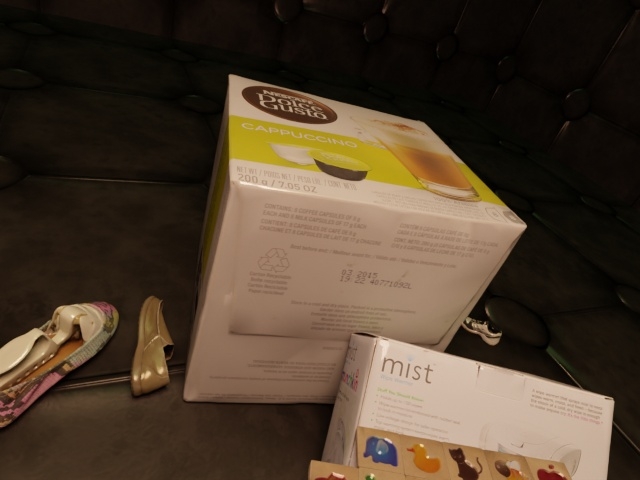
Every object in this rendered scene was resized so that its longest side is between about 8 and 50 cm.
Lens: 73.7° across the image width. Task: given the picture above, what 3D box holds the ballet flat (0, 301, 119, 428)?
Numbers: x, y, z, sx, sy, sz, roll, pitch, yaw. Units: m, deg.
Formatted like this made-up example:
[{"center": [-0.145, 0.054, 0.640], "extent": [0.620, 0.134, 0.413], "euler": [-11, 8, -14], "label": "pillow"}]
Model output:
[{"center": [-0.330, 0.129, 0.521], "extent": [0.076, 0.079, 0.221], "euler": [24, 33, 8], "label": "ballet flat"}]

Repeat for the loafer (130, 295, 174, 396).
[{"center": [-0.226, 0.141, 0.583], "extent": [0.050, 0.056, 0.148], "euler": [7, 45, -19], "label": "loafer"}]

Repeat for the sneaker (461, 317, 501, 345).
[{"center": [0.313, 0.167, 0.834], "extent": [0.083, 0.037, 0.032], "euler": [31, 37, 20], "label": "sneaker"}]

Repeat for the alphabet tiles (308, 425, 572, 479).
[{"center": [0.104, 0.230, 0.300], "extent": [0.236, 0.009, 0.198], "euler": [11, 29, -3], "label": "alphabet tiles"}]

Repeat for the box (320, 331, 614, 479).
[{"center": [0.140, 0.240, 0.448], "extent": [0.261, 0.127, 0.232], "euler": [15, 78, -6], "label": "box"}]

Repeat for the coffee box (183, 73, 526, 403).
[{"center": [0.000, 0.000, 0.638], "extent": [0.337, 0.339, 0.335], "euler": [8, 34, -18], "label": "coffee box"}]
